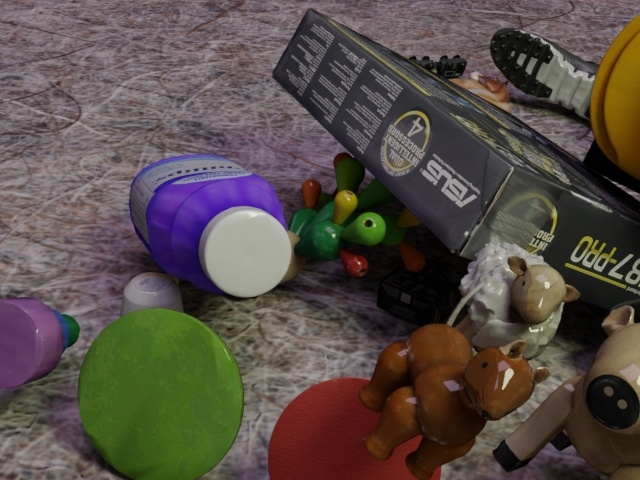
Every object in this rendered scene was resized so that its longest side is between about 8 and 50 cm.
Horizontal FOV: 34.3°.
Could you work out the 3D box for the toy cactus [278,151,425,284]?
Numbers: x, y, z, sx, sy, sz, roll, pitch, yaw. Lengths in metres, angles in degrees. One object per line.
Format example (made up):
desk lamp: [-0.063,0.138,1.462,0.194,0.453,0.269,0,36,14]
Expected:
toy cactus: [0.000,0.000,0.981,0.180,0.112,0.219,-31,23,-5]

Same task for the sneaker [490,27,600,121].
sneaker: [0.348,-0.229,1.465,0.234,0.078,0.106,32,22,16]

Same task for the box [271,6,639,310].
box: [0.166,-0.074,1.021,0.318,0.097,0.395,21,18,-37]

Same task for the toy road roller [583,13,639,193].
toy road roller: [0.390,-0.082,0.881,0.329,0.202,0.240,28,13,10]

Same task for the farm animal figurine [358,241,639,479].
farm animal figurine: [0.208,0.128,0.639,0.330,0.172,0.327,42,22,8]

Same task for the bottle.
bottle: [-0.093,-0.015,0.887,0.118,0.092,0.283,-9,13,-14]

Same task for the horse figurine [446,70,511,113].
horse figurine: [0.187,-0.181,1.358,0.174,0.066,0.263,19,19,-11]

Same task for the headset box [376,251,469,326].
headset box: [0.102,0.045,0.985,0.062,0.032,0.083,23,33,29]

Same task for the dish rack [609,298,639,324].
dish rack: [0.384,0.133,0.834,0.208,0.074,0.271,-11,33,-25]

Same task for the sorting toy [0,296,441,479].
sorting toy: [-0.077,0.115,0.783,0.365,0.127,0.126,16,7,15]

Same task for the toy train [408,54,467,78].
toy train: [0.143,-0.251,1.522,0.158,0.036,0.027,-6,39,-22]

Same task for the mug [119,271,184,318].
mug: [-0.145,0.059,0.886,0.062,0.064,0.078,-6,30,-18]
